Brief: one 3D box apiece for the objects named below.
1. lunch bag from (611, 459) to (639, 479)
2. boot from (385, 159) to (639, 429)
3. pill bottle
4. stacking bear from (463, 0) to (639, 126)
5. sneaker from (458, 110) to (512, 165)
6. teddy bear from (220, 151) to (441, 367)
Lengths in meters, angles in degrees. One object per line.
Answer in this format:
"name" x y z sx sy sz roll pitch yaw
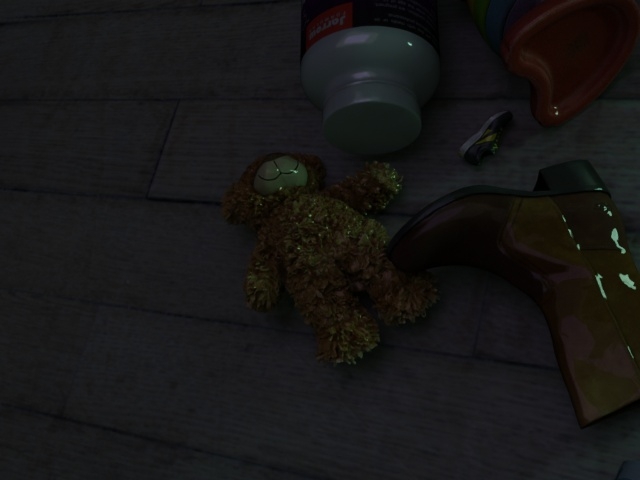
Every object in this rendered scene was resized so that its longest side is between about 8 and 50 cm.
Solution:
"lunch bag" 0.320 0.270 0.733 0.176 0.219 0.090 24 73 33
"boot" 0.231 0.072 0.941 0.264 0.096 0.280 -14 62 -7
"pill bottle" 0.064 -0.283 1.148 0.181 0.181 0.323 -11 62 22
"stacking bear" 0.247 -0.309 1.090 0.164 0.175 0.289 -37 48 9
"sneaker" 0.212 -0.126 1.094 0.083 0.031 0.035 -44 69 7
"teddy bear" 0.000 0.000 1.092 0.245 0.113 0.338 -25 58 12
